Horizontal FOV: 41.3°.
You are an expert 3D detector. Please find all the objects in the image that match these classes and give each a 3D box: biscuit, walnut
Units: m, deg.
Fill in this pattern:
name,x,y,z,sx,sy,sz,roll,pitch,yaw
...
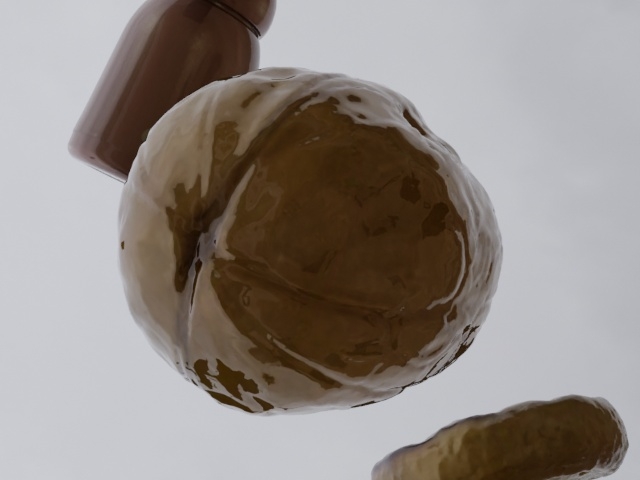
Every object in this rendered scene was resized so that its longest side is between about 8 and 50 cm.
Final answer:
name,x,y,z,sx,sy,sz,roll,pitch,yaw
biscuit,0.160,0.245,0.847,0.213,0.274,0.091,8,-127,-35
walnut,0.000,0.000,0.459,0.225,0.193,0.193,4,-95,-54

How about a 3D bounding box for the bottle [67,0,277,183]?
name,x,y,z,sx,sy,sz,roll,pitch,yaw
bottle,-0.163,-0.199,0.996,0.173,0.206,0.297,26,-94,7
